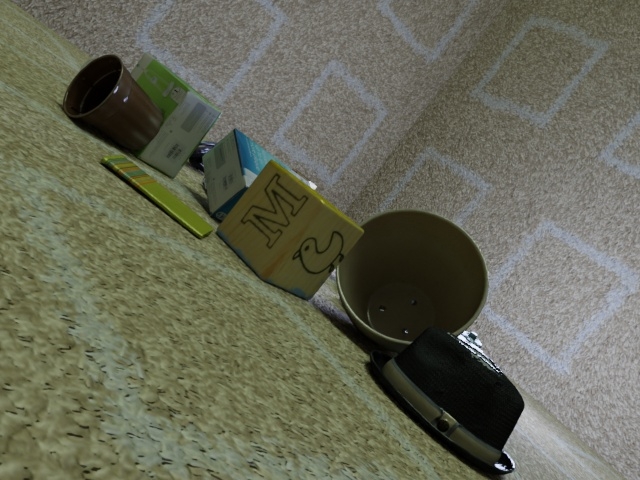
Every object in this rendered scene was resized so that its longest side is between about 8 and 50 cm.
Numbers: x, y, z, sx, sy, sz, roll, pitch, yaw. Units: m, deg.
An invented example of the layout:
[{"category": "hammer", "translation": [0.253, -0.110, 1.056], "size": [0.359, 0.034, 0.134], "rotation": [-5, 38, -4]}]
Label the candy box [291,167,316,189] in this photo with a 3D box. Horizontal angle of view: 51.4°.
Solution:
[{"category": "candy box", "translation": [-0.110, -0.150, 2.336], "size": [0.053, 0.186, 0.109], "rotation": [32, 8, -48]}]

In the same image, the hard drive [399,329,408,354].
[{"category": "hard drive", "translation": [0.280, 0.307, 1.682], "size": [0.255, 0.054, 0.172], "rotation": [37, 5, 4]}]

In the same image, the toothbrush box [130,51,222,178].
[{"category": "toothbrush box", "translation": [-0.404, -0.318, 1.664], "size": [0.122, 0.206, 0.283], "rotation": [32, 7, -48]}]

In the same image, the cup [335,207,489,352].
[{"category": "cup", "translation": [0.195, 0.126, 1.529], "size": [0.331, 0.331, 0.237], "rotation": [40, -23, 19]}]

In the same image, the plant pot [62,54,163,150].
[{"category": "plant pot", "translation": [-0.452, -0.295, 1.485], "size": [0.167, 0.167, 0.165], "rotation": [42, -2, 40]}]

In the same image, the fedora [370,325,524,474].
[{"category": "fedora", "translation": [0.259, 0.276, 1.252], "size": [0.334, 0.152, 0.334], "rotation": [38, 5, -4]}]

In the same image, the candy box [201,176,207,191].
[{"category": "candy box", "translation": [-0.212, -0.105, 1.865], "size": [0.233, 0.071, 0.159], "rotation": [35, 6, -26]}]

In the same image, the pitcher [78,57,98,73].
[{"category": "pitcher", "translation": [-0.563, -0.393, 1.831], "size": [0.178, 0.125, 0.207], "rotation": [57, 1, 24]}]

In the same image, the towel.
[{"category": "towel", "translation": [-0.312, -0.083, 1.277], "size": [0.237, 0.021, 0.102], "rotation": [39, 10, -2]}]

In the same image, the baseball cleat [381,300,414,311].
[{"category": "baseball cleat", "translation": [0.212, 0.199, 1.783], "size": [0.109, 0.072, 0.206], "rotation": [12, -37, 3]}]

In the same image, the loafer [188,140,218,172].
[{"category": "loafer", "translation": [-0.342, -0.249, 2.128], "size": [0.302, 0.109, 0.095], "rotation": [13, 69, -76]}]

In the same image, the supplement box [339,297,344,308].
[{"category": "supplement box", "translation": [0.087, 0.165, 1.714], "size": [0.062, 0.036, 0.098], "rotation": [36, 5, -12]}]

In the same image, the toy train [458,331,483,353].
[{"category": "toy train", "translation": [0.329, 0.274, 1.935], "size": [0.334, 0.142, 0.190], "rotation": [39, 15, 22]}]

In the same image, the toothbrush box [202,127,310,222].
[{"category": "toothbrush box", "translation": [-0.141, -0.106, 1.668], "size": [0.295, 0.126, 0.216], "rotation": [35, 29, -42]}]

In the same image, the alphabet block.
[{"category": "alphabet block", "translation": [-0.064, -0.020, 1.410], "size": [0.193, 0.197, 0.192], "rotation": [41, 7, 34]}]
